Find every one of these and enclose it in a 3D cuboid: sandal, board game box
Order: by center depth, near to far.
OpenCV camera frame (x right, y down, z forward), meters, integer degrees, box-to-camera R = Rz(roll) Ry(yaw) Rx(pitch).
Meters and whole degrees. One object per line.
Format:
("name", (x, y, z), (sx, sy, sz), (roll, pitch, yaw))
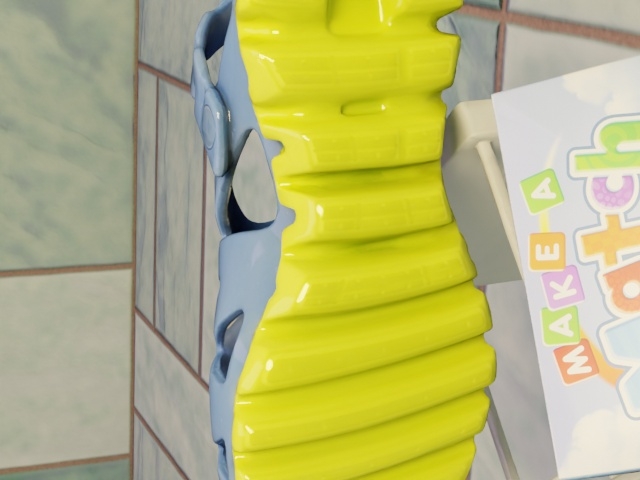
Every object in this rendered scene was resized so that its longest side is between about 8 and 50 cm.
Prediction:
("board game box", (0.180, -0.003, 0.494), (0.211, 0.039, 0.160), (-14, 78, 26))
("sandal", (0.000, 0.000, 0.608), (0.138, 0.126, 0.317), (-167, 78, -67))

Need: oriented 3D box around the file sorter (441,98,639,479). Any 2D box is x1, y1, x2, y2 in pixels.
("file sorter", (0.178, 0.039, 0.695), (0.193, 0.278, 0.173), (127, 130, -57))
